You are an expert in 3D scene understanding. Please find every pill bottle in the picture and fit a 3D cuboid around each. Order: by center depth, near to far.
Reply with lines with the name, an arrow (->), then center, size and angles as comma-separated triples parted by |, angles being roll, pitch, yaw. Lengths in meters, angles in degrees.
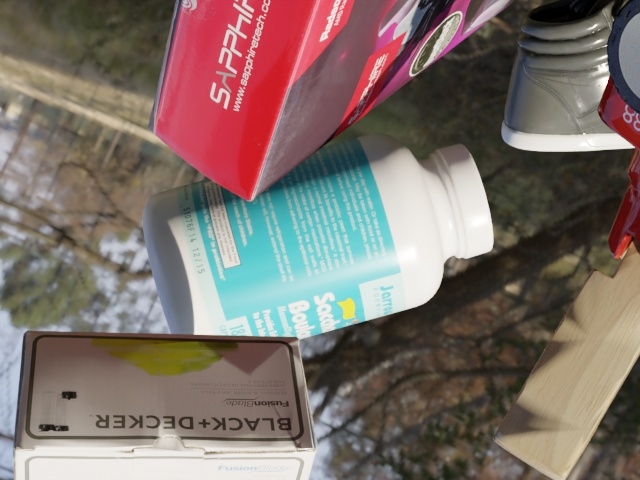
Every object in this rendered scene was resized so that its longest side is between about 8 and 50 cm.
pill bottle -> 0.000, 0.000, 0.892 | 0.264, 0.146, 0.146 | -16, -176, -1

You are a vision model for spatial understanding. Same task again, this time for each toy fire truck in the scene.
toy fire truck -> 0.199, 0.025, 0.507 | 0.158, 0.246, 0.217 | -21, -130, -30

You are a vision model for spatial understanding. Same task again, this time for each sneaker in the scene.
sneaker -> 0.323, -0.174, 1.066 | 0.295, 0.147, 0.104 | -5, -152, 1

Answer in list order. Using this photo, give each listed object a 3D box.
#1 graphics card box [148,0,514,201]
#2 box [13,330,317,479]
graphics card box -> 0.062, -0.206, 0.706 | 0.094, 0.371, 0.233 | 38, 141, 13
box -> -0.109, 0.186, 0.715 | 0.169, 0.290, 0.087 | 2, -136, -11
